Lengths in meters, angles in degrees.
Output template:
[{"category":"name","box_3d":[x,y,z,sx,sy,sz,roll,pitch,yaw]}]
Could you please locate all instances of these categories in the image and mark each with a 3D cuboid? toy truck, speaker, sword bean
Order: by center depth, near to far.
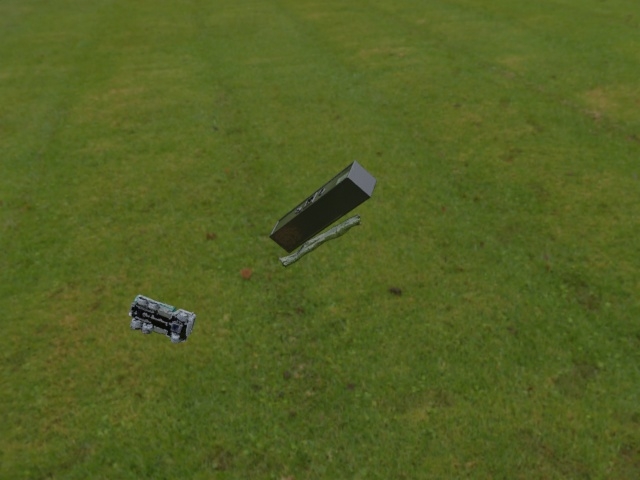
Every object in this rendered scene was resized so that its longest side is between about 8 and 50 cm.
[{"category":"sword bean","box_3d":[0.000,0.000,0.457,0.083,0.012,0.012,-31,16,27]},{"category":"toy truck","box_3d":[-0.195,0.094,0.705,0.083,0.039,0.044,18,9,5]},{"category":"speaker","box_3d":[-0.002,-0.044,0.825,0.191,0.046,0.040,-34,24,44]}]
